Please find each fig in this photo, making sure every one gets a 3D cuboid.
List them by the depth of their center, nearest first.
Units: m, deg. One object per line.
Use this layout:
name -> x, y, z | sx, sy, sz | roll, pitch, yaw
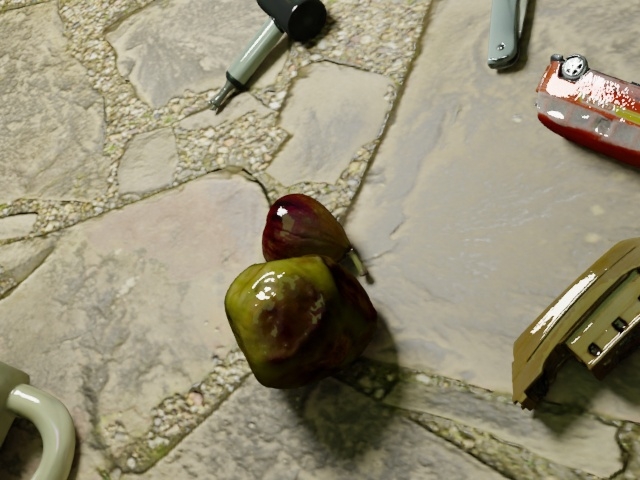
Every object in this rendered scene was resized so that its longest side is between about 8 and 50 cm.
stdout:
fig -> -0.034, 0.079, 1.072 | 0.166, 0.144, 0.154 | 2, 45, 47
fig -> 0.000, 0.000, 1.139 | 0.125, 0.089, 0.088 | 17, 75, 12

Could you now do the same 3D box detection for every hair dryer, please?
hair dryer -> -0.084, -0.246, 1.335 | 0.197, 0.057, 0.100 | -50, 49, 8

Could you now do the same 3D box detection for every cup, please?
cup -> -0.427, 0.240, 1.256 | 0.202, 0.255, 0.173 | -69, 10, -16

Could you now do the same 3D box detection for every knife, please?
knife -> 0.212, -0.263, 1.167 | 0.044, 0.023, 0.162 | -3, 64, 27

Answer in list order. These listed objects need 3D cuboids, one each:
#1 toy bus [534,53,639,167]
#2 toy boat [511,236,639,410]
toy bus -> 0.286, -0.121, 1.014 | 0.174, 0.079, 0.077 | 29, 93, 39
toy boat -> 0.249, 0.079, 0.946 | 0.200, 0.057, 0.077 | -44, 57, 5
